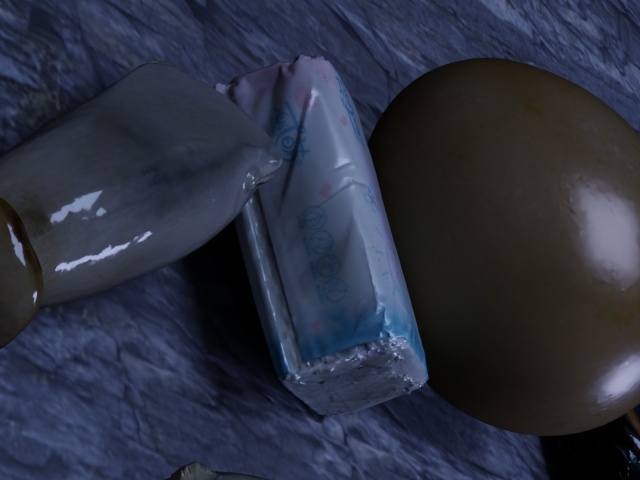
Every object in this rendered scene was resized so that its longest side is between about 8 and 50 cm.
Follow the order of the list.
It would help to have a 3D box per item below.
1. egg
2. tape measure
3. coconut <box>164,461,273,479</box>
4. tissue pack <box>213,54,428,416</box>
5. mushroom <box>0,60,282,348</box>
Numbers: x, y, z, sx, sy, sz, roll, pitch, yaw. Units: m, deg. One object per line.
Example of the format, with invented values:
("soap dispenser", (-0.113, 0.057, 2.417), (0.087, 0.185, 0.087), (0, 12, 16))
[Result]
("egg", (0.191, 0.002, 1.756), (0.301, 0.301, 0.374), (-3, 69, -57))
("tape measure", (0.336, 0.218, 1.980), (0.202, 0.135, 0.223), (22, 44, -37))
("coconut", (-0.066, 0.247, 1.308), (0.194, 0.194, 0.194), (36, 40, -38))
("tissue pack", (0.000, 0.001, 1.594), (0.201, 0.124, 0.271), (65, 8, -72))
("mushroom", (-0.165, -0.028, 1.395), (0.154, 0.137, 0.407), (40, 33, 5))
